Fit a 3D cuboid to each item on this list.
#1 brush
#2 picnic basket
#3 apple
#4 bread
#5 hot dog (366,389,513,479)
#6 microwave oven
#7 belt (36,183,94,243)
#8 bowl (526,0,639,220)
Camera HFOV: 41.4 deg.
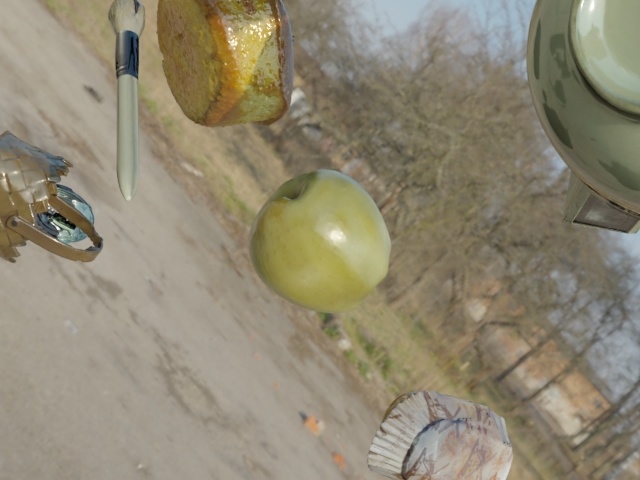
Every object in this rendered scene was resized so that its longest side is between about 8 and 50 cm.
[{"bbox_3d":[-0.199,-0.158,0.882,0.039,0.042,0.299,86,-6,-53],"label":"brush"},{"bbox_3d":[-0.344,-0.036,1.028,0.178,0.138,0.128,33,17,-11],"label":"picnic basket"},{"bbox_3d":[0.000,0.000,1.120,0.200,0.200,0.200,49,4,-5],"label":"apple"},{"bbox_3d":[-0.145,-0.294,1.266,0.268,0.145,0.268,36,-43,44],"label":"bread"},{"bbox_3d":[0.139,0.236,0.953,0.069,0.131,0.252,24,-5,42],"label":"hot dog"},{"bbox_3d":[0.435,-0.112,1.211,0.129,0.163,0.205,12,-14,9],"label":"microwave oven"},{"bbox_3d":[-0.503,-0.052,1.631,0.140,0.105,0.058,34,-7,-29],"label":"belt"},{"bbox_3d":[0.337,-0.185,0.761,0.354,0.354,0.185,51,26,24],"label":"bowl"}]
